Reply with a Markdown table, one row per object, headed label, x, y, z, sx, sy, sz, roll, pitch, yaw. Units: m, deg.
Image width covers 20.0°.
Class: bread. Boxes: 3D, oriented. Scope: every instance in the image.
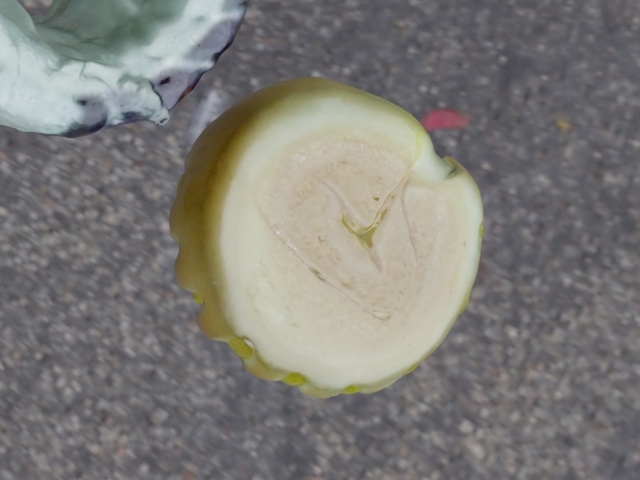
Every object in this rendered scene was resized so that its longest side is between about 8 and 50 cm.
| label | x | y | z | sx | sy | sz | roll | pitch | yaw |
| --- | --- | --- | --- | --- | --- | --- | --- | --- | --- |
| bread | 0.000 | 0.000 | 1.171 | 0.213 | 0.105 | 0.213 | -2 | 95 | -28 |

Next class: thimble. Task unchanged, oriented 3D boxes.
| label | x | y | z | sx | sy | sz | roll | pitch | yaw |
| --- | --- | --- | --- | --- | --- | --- | --- | --- | --- |
| thimble | -0.157 | -0.170 | 0.971 | 0.237 | 0.150 | 0.237 | -13 | 110 | -38 |
